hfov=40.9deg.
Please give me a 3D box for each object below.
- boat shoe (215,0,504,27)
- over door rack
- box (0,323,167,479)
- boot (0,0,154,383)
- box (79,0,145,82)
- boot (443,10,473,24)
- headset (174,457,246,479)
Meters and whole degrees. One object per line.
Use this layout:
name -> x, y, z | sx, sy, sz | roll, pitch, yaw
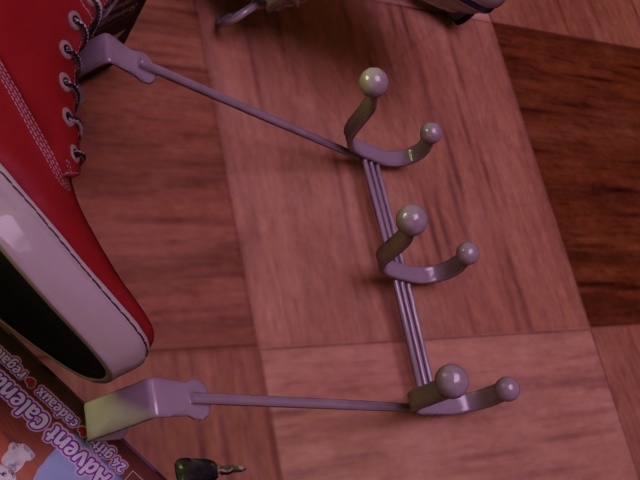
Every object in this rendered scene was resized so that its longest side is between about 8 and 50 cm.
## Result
boat shoe -> -0.036, -0.239, 0.683 | 0.367, 0.156, 0.136 | 26, 26, -3
over door rack -> 0.000, 0.000, 0.566 | 0.324, 0.108, 0.239 | 7, 61, -41
box -> -0.138, 0.213, 0.439 | 0.293, 0.057, 0.201 | 44, 53, -4
boot -> -0.128, -0.065, 0.428 | 0.244, 0.088, 0.176 | 54, 52, -12
box -> -0.301, -0.249, 0.530 | 0.381, 0.143, 0.191 | 50, 52, -2
boot -> 0.099, -0.338, 0.862 | 0.161, 0.083, 0.246 | 20, 63, -29
headset -> 0.012, 0.282, 0.401 | 0.243, 0.185, 0.394 | -41, 123, -44
